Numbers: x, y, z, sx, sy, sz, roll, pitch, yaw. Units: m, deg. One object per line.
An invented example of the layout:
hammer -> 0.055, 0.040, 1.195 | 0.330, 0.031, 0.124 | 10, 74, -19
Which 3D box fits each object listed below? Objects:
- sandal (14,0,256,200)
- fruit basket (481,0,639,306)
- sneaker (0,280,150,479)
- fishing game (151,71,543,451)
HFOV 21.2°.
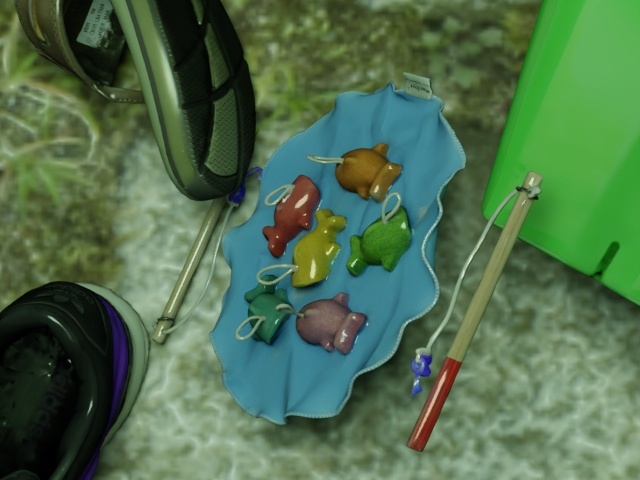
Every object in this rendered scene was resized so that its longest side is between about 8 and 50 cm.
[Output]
sandal -> -0.126, -0.146, 0.936 | 0.086, 0.120, 0.303 | -34, 75, 15
fruit basket -> 0.290, -0.104, 0.821 | 0.392, 0.283, 0.392 | 1, 98, 9
sneaker -> -0.183, 0.154, 0.885 | 0.102, 0.146, 0.293 | 19, 86, 3
fishing game -> 0.000, 0.000, 0.854 | 0.041, 0.264, 0.189 | 27, 87, -33
